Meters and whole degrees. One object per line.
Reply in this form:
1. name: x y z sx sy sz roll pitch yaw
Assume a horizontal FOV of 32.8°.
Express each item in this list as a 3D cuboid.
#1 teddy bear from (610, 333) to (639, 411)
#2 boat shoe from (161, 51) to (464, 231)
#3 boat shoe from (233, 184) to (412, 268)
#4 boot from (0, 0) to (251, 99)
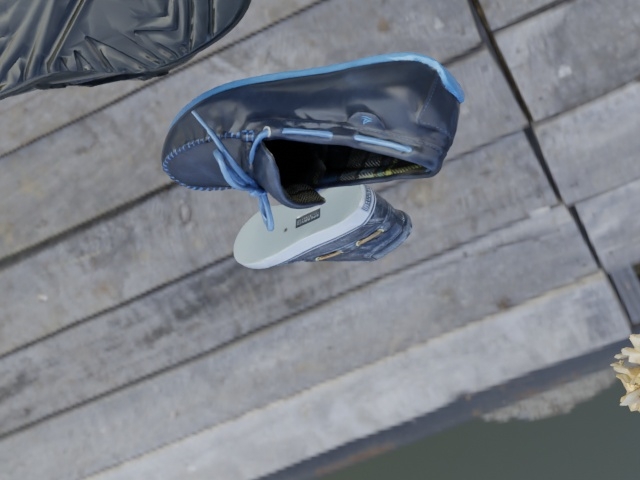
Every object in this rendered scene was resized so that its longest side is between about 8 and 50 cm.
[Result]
1. teddy bear: 0.257 0.067 0.446 0.245 0.113 0.338 -38 126 -8
2. boat shoe: -0.024 -0.067 0.781 0.258 0.089 0.109 -13 150 41
3. boat shoe: 0.000 0.000 1.079 0.183 0.065 0.083 -19 144 39
4. boot: -0.120 -0.157 0.723 0.246 0.207 0.094 -13 100 25
